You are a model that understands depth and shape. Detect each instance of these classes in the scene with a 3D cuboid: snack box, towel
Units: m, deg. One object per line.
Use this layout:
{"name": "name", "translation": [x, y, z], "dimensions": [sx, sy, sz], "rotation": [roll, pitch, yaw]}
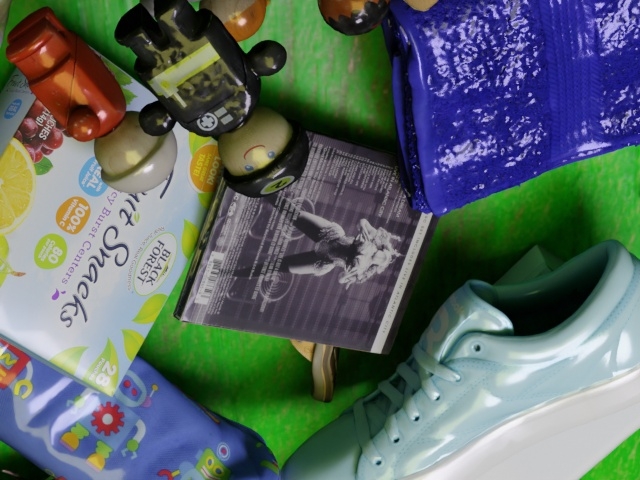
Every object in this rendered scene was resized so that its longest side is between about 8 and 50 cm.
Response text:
{"name": "snack box", "translation": [-0.179, -0.018, 1.092], "dimensions": [0.174, 0.070, 0.207], "rotation": [37, 77, -34]}
{"name": "towel", "translation": [0.200, -0.137, 1.120], "dimensions": [0.308, 0.076, 0.227], "rotation": [-21, 141, -7]}

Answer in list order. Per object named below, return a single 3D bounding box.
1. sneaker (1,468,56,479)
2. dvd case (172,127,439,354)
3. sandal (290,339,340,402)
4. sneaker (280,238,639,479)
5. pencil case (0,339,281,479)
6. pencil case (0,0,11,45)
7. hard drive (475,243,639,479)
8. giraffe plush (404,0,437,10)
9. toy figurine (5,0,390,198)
{"name": "sneaker", "translation": [-0.209, 0.240, 1.341], "dimensions": [0.299, 0.120, 0.112], "rotation": [-21, 166, -11]}
{"name": "dvd case", "translation": [0.000, 0.000, 1.179], "dimensions": [0.221, 0.018, 0.164], "rotation": [12, 101, -41]}
{"name": "sandal", "translation": [-0.007, 0.069, 1.281], "dimensions": [0.049, 0.072, 0.180], "rotation": [8, 133, 6]}
{"name": "sneaker", "translation": [0.114, 0.106, 1.257], "dimensions": [0.366, 0.135, 0.150], "rotation": [-27, 115, 1]}
{"name": "pencil case", "translation": [-0.168, 0.146, 1.216], "dimensions": [0.306, 0.119, 0.133], "rotation": [39, 74, -17]}
{"name": "pencil case", "translation": [-0.239, -0.203, 0.966], "dimensions": [0.113, 0.124, 0.273], "rotation": [26, 120, 1]}
{"name": "hard drive", "translation": [0.161, 0.180, 1.419], "dimensions": [0.233, 0.047, 0.353], "rotation": [31, 115, -32]}
{"name": "giraffe plush", "translation": [0.050, -0.275, 0.956], "dimensions": [0.170, 0.210, 0.181], "rotation": [34, 108, -10]}
{"name": "toy figurine", "translation": [-0.072, -0.136, 0.983], "dimensions": [0.213, 0.209, 0.148], "rotation": [-1, 138, 47]}
